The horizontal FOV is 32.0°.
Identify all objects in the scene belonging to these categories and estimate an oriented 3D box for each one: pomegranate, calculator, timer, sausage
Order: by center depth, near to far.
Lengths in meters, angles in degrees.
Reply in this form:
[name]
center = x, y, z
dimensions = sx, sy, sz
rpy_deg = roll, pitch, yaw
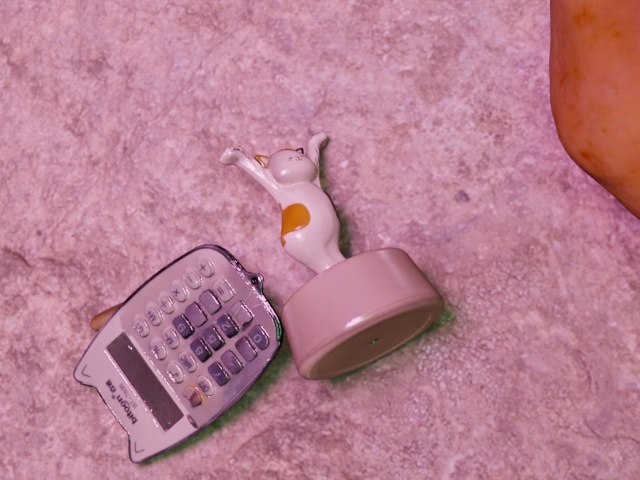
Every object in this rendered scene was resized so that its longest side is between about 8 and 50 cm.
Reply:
[pomegranate]
center = 0.411, -0.204, 1.093
dimensions = 0.412, 0.411, 0.411
rpy_deg = -2, 82, 10
[timer]
center = 0.000, 0.000, 1.240
dimensions = 0.175, 0.175, 0.266
rpy_deg = -29, 72, 5
[calculator]
center = -0.158, 0.124, 1.278
dimensions = 0.268, 0.040, 0.177
rpy_deg = -42, 78, 21
[sausage]
center = -0.215, 0.077, 1.332
dimensions = 0.132, 0.024, 0.024
rpy_deg = -21, 79, 7
